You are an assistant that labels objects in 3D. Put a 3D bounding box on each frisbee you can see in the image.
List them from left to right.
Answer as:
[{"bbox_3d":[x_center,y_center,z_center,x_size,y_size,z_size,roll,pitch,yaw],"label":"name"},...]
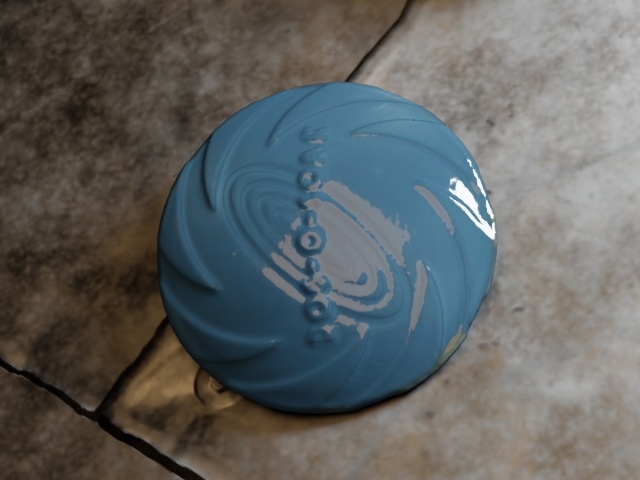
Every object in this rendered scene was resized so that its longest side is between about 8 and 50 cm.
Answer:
[{"bbox_3d":[0.000,-0.001,1.541,0.289,0.049,0.289,-3,73,12],"label":"frisbee"}]
